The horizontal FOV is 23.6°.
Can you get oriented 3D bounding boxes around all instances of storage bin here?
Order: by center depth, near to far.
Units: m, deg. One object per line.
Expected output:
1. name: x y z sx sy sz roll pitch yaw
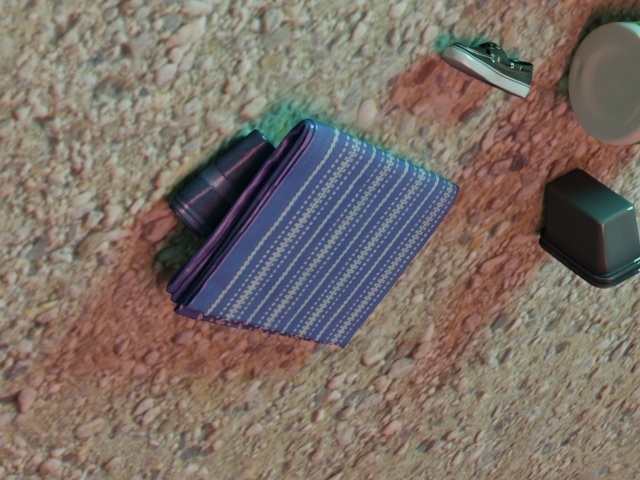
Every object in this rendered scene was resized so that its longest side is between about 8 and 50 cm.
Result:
1. storage bin: 0.332 -0.023 1.848 0.098 0.135 0.091 -26 131 -19

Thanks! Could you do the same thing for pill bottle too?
1. pill bottle: 0.414 -0.182 1.748 0.246 0.136 0.136 -7 131 -37

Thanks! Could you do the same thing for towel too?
1. towel: -0.092 -0.057 1.521 0.119 0.029 0.067 -40 143 -1
2. towel: 0.000 0.000 1.635 0.243 0.040 0.336 -52 149 12

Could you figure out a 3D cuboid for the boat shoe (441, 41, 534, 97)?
1. boat shoe: 0.178 -0.188 1.618 0.142 0.049 0.040 17 96 -50
